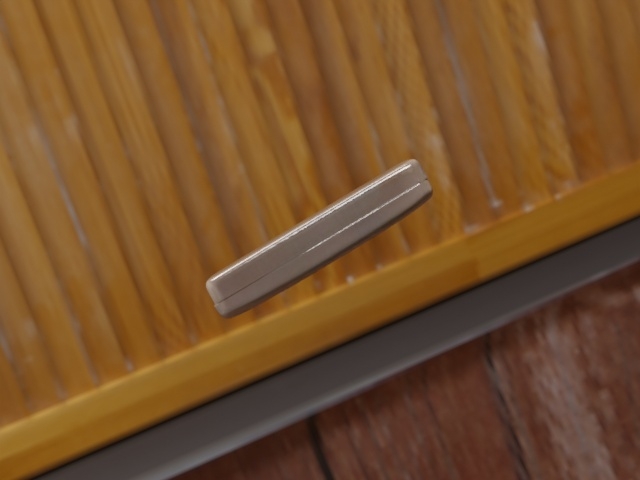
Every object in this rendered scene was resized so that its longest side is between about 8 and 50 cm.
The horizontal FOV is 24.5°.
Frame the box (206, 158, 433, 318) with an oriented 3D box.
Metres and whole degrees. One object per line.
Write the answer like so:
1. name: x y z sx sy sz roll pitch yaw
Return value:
1. box: 0.000 0.000 0.689 0.025 0.115 0.048 59 179 -4
